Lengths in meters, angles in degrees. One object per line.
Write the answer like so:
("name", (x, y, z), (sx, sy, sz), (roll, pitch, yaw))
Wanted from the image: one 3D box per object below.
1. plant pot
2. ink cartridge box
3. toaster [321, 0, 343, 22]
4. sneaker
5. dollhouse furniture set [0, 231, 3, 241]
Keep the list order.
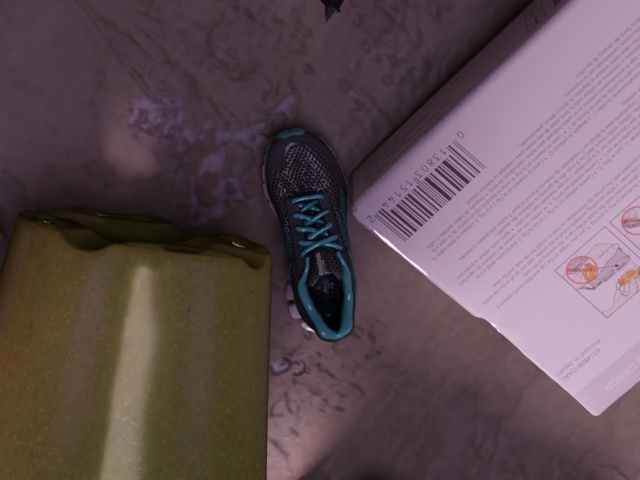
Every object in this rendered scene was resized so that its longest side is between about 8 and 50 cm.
("plant pot", (-0.141, 0.115, 1.370), (0.276, 0.276, 0.254), (8, 97, -13))
("ink cartridge box", (0.213, -0.050, 1.426), (0.261, 0.066, 0.296), (40, 111, -19))
("toaster", (0.013, -0.278, 1.317), (0.186, 0.110, 0.168), (-41, 110, 6))
("sneaker", (0.000, 0.000, 1.433), (0.065, 0.076, 0.166), (-15, 111, -5))
("dollhouse furniture set", (-0.336, 0.060, 1.392), (0.129, 0.129, 0.183), (29, 132, -17))
